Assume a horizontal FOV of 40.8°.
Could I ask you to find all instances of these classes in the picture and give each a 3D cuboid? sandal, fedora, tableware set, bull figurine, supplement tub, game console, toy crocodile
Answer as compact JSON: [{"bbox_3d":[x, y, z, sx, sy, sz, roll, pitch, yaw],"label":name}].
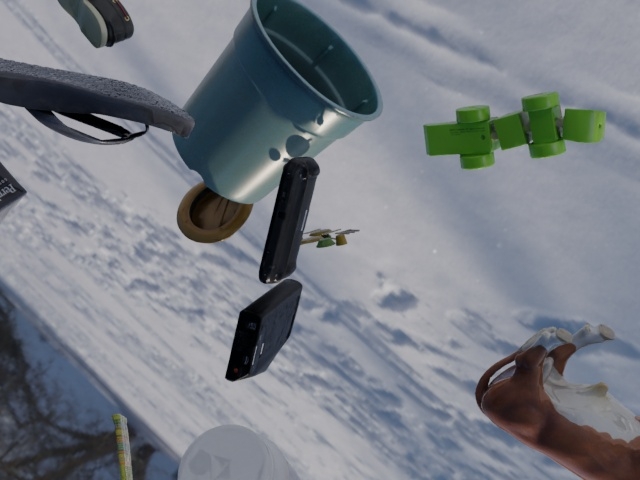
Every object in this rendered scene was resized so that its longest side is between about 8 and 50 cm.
[{"bbox_3d":[-0.249,-0.131,0.825,0.254,0.054,0.097,10,-162,-19],"label":"sandal"},{"bbox_3d":[-0.241,-0.059,2.017,0.194,0.194,0.079,33,157,28],"label":"fedora"},{"bbox_3d":[0.000,0.000,1.673,0.154,0.104,0.024,3,107,56],"label":"tableware set"},{"bbox_3d":[0.333,0.216,0.976,0.310,0.101,0.188,28,120,5],"label":"bull figurine"},{"bbox_3d":[-0.160,0.561,1.883,0.235,0.235,0.325,31,158,34],"label":"supplement tub"},{"bbox_3d":[-0.063,0.043,1.355,0.044,0.361,0.213,18,-166,12],"label":"game console"},{"bbox_3d":[0.351,-0.204,1.590,0.340,0.105,0.115,-6,102,31],"label":"toy crocodile"}]

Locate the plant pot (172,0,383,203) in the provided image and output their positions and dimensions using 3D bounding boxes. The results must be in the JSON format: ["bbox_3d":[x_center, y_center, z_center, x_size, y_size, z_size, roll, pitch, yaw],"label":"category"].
[{"bbox_3d":[-0.108,-0.272,1.757,0.341,0.341,0.334,46,119,-5],"label":"plant pot"}]

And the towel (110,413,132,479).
[{"bbox_3d":[-0.340,0.422,1.489,0.102,0.021,0.237,104,157,-73],"label":"towel"}]

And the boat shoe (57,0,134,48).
[{"bbox_3d":[-0.235,-0.248,0.866,0.133,0.042,0.049,53,143,18],"label":"boat shoe"}]

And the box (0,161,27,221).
[{"bbox_3d":[-0.631,-0.074,1.186,0.182,0.296,0.294,-31,102,42],"label":"box"}]
